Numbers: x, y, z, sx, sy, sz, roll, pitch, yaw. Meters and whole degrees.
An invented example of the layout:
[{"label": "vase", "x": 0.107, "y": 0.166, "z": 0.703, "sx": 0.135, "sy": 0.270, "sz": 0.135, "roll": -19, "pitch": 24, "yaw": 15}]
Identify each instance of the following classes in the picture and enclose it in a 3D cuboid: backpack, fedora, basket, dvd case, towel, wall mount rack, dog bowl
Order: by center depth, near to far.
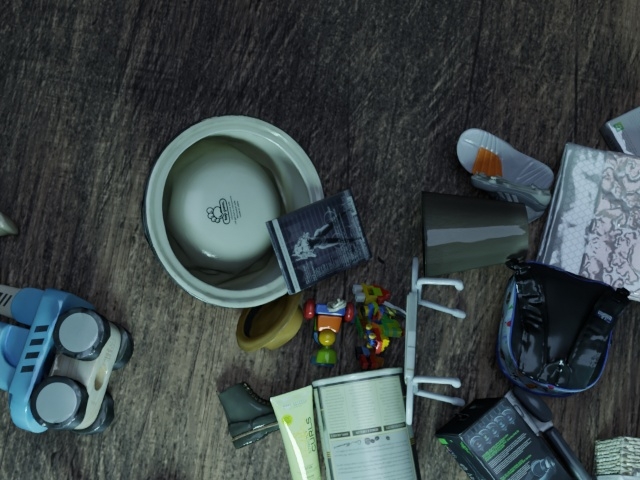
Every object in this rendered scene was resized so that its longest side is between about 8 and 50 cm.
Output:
[{"label": "wall mount rack", "x": 0.246, "y": 0.220, "z": 1.807, "sx": 0.130, "sy": 0.304, "sz": 0.350, "roll": 2, "pitch": 73, "yaw": 8}, {"label": "dog bowl", "x": -0.199, "y": -0.060, "z": 1.846, "sx": 0.407, "sy": 0.150, "sz": 0.408, "roll": 1, "pitch": 88, "yaw": -27}, {"label": "dvd case", "x": 0.000, "y": 0.000, "z": 1.851, "sx": 0.221, "sy": 0.018, "sz": 0.165, "roll": -24, "pitch": 101, "yaw": -29}, {"label": "basket", "x": 0.670, "y": 0.484, "z": 1.855, "sx": 0.113, "sy": 0.167, "sz": 0.103, "roll": 9, "pitch": 74, "yaw": -2}, {"label": "backpack", "x": 0.503, "y": 0.206, "z": 1.871, "sx": 0.276, "sy": 0.213, "sz": 0.263, "roll": 16, "pitch": 64, "yaw": 5}, {"label": "fedora", "x": -0.099, "y": 0.175, "z": 1.885, "sx": 0.079, "sy": 0.194, "sz": 0.194, "roll": 44, "pitch": 77, "yaw": -30}, {"label": "basket", "x": 0.342, "y": -0.016, "z": 1.915, "sx": 0.226, "sy": 0.154, "sz": 0.204, "roll": -1, "pitch": 70, "yaw": 5}, {"label": "towel", "x": 0.683, "y": -0.042, "z": 1.978, "sx": 0.316, "sy": 0.053, "sz": 0.332, "roll": 14, "pitch": 86, "yaw": 5}]

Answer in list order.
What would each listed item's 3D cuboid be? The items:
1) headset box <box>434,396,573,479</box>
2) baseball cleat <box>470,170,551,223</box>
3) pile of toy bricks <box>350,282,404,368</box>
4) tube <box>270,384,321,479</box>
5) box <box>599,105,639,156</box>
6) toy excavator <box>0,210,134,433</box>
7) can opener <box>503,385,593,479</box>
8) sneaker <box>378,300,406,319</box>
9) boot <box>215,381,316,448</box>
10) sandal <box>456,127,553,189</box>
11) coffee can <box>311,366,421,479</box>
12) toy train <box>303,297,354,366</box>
[{"label": "headset box", "x": 0.385, "y": 0.463, "z": 1.796, "sx": 0.131, "sy": 0.246, "sz": 0.283, "roll": -37, "pitch": 84, "yaw": -10}, {"label": "baseball cleat", "x": 0.431, "y": -0.090, "z": 1.971, "sx": 0.205, "sy": 0.072, "sz": 0.110, "roll": 12, "pitch": 111, "yaw": -12}, {"label": "pile of toy bricks", "x": 0.132, "y": 0.191, "z": 1.875, "sx": 0.105, "sy": 0.212, "sz": 0.118, "roll": 4, "pitch": 121, "yaw": -12}, {"label": "tube", "x": -0.044, "y": 0.429, "z": 1.818, "sx": 0.062, "sy": 0.070, "sz": 0.240, "roll": 0, "pitch": 107, "yaw": 29}, {"label": "box", "x": 0.869, "y": -0.243, "z": 2.064, "sx": 0.322, "sy": 0.058, "sz": 0.232, "roll": -26, "pitch": 82, "yaw": -7}, {"label": "toy excavator", "x": -0.631, "y": 0.166, "z": 1.819, "sx": 0.445, "sy": 0.222, "sz": 0.433, "roll": 13, "pitch": 77, "yaw": 7}, {"label": "can opener", "x": 0.504, "y": 0.444, "z": 1.883, "sx": 0.076, "sy": 0.095, "sz": 0.283, "roll": -32, "pitch": 76, "yaw": -8}, {"label": "sneaker", "x": 0.163, "y": 0.165, "z": 1.951, "sx": 0.083, "sy": 0.031, "sz": 0.035, "roll": 26, "pitch": 85, "yaw": 10}, {"label": "boot", "x": -0.121, "y": 0.353, "z": 1.874, "sx": 0.197, "sy": 0.077, "sz": 0.137, "roll": -23, "pitch": 76, "yaw": -9}, {"label": "sandal", "x": 0.423, "y": -0.182, "z": 2.016, "sx": 0.265, "sy": 0.076, "sz": 0.102, "roll": 23, "pitch": 103, "yaw": -20}, {"label": "coffee can", "x": 0.099, "y": 0.418, "z": 1.807, "sx": 0.201, "sy": 0.201, "sz": 0.276, "roll": -8, "pitch": 80, "yaw": -5}, {"label": "toy train", "x": 0.016, "y": 0.199, "z": 1.824, "sx": 0.105, "sy": 0.248, "sz": 0.144, "roll": 5, "pitch": 83, "yaw": -3}]
